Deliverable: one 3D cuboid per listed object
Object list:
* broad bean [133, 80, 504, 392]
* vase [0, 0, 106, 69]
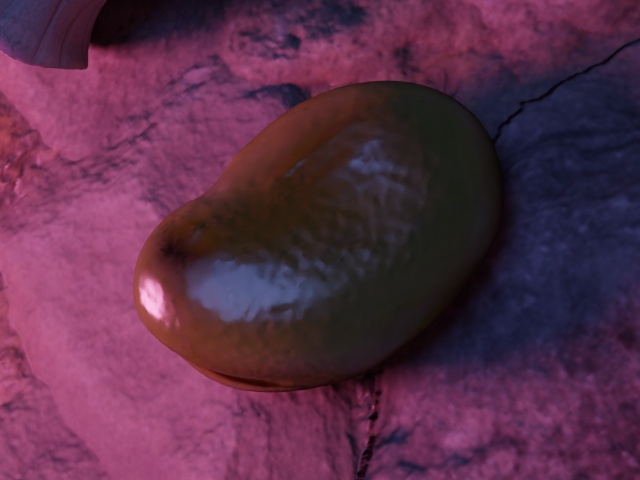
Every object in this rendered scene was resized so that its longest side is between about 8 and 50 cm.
[{"bbox_3d":[0.000,0.000,1.109,0.263,0.121,0.189,-37,63,7],"label":"broad bean"},{"bbox_3d":[-0.082,-0.306,1.180,0.445,0.250,0.250,-35,64,16],"label":"vase"}]
